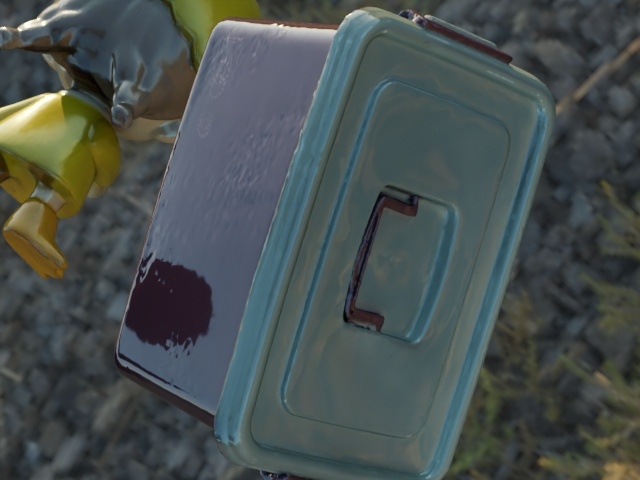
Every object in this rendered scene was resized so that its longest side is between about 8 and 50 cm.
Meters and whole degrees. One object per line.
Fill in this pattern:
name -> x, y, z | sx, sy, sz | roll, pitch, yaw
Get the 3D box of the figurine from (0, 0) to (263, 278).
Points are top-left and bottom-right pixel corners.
figurine -> -0.197, -0.131, 1.671 | 0.215, 0.187, 0.344 | 31, 70, 9

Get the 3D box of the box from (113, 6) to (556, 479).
box -> 0.000, 0.000, 1.141 | 0.167, 0.193, 0.294 | 17, 90, 48
